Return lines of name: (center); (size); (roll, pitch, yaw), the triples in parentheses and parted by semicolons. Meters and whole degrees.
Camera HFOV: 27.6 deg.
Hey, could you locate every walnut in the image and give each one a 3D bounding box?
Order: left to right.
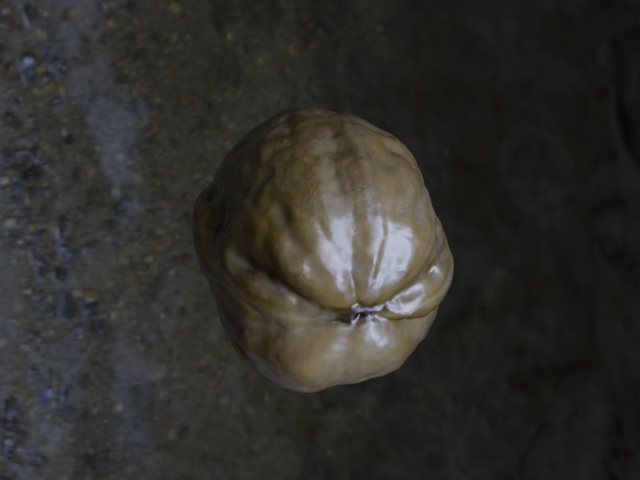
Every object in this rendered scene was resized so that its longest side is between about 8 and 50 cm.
walnut: (-0.004, 0.001, 1.517); (0.306, 0.306, 0.344); (53, 10, -28)
